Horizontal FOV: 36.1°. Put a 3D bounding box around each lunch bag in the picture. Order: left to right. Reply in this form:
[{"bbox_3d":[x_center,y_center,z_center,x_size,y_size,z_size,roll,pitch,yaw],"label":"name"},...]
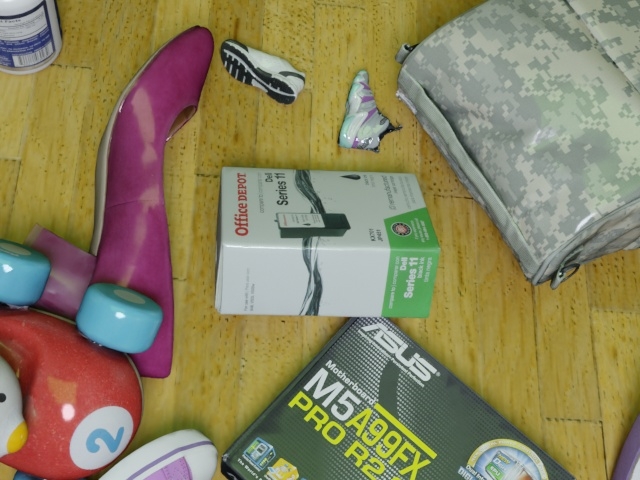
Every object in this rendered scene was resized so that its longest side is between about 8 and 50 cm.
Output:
[{"bbox_3d":[0.252,-0.124,1.034,0.256,0.212,0.305,-24,70,-18],"label":"lunch bag"}]

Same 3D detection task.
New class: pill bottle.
[{"bbox_3d":[-0.329,-0.260,1.040,0.094,0.169,0.094,3,65,-7],"label":"pill bottle"}]

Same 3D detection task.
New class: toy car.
[{"bbox_3d":[-0.266,0.136,0.789,0.210,0.238,0.219,22,97,2],"label":"toy car"}]

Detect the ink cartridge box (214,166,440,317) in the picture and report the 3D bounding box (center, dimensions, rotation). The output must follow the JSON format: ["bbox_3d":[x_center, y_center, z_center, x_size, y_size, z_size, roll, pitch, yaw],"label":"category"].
[{"bbox_3d":[0.000,0.000,0.980,0.209,0.086,0.153,1,34,-7],"label":"ink cartridge box"}]

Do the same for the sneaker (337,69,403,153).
[{"bbox_3d":[0.062,-0.143,1.116,0.069,0.038,0.098,14,74,-3],"label":"sneaker"}]

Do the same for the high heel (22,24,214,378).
[{"bbox_3d":[-0.157,-0.047,1.010,0.181,0.127,0.377,30,69,-6],"label":"high heel"}]

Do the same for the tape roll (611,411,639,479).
[{"bbox_3d":[0.330,0.249,0.838,0.090,0.275,0.274,16,64,0],"label":"tape roll"}]

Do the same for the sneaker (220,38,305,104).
[{"bbox_3d":[-0.066,-0.197,1.126,0.109,0.040,0.043,35,49,5],"label":"sneaker"}]

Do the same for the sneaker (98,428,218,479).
[{"bbox_3d":[-0.156,0.286,0.818,0.161,0.102,0.282,36,48,21],"label":"sneaker"}]

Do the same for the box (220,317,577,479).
[{"bbox_3d":[0.073,0.224,0.934,0.270,0.060,0.216,41,67,11],"label":"box"}]
